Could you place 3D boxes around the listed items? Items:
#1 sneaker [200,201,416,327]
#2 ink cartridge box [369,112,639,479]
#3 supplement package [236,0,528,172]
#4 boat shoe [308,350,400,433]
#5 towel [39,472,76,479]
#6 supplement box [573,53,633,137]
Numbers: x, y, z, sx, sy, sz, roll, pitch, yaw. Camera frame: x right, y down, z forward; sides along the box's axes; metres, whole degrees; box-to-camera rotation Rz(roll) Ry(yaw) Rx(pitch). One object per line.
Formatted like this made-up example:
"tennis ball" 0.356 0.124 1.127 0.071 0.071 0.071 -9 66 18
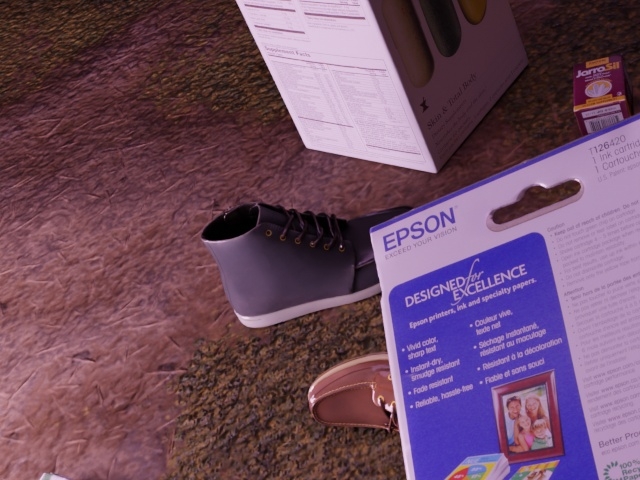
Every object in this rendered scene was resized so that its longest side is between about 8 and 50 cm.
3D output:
"sneaker" 0.000 0.000 1.292 0.222 0.118 0.083 -23 37 4
"ink cartridge box" 0.199 0.076 1.015 0.303 0.072 0.307 -23 53 24
"supplement package" 0.064 -0.246 1.429 0.198 0.262 0.199 14 53 41
"boat shoe" 0.072 0.135 1.134 0.178 0.064 0.060 -10 38 16
"towel" -0.223 0.272 1.182 0.152 0.023 0.113 10 52 35
"supplement box" 0.292 -0.148 1.361 0.055 0.043 0.083 -13 38 20
